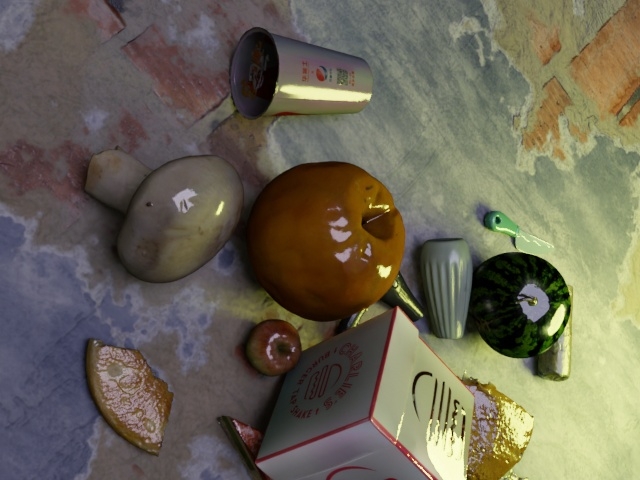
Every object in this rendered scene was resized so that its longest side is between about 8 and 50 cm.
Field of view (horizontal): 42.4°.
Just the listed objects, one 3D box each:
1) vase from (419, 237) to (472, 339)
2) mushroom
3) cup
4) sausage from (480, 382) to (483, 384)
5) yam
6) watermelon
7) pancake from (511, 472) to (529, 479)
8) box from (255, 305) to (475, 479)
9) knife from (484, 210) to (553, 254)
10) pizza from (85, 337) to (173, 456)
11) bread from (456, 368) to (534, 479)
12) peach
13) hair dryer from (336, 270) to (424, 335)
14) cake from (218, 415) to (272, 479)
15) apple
[{"bbox_3d":[0.310,0.120,2.026,0.128,0.128,0.248,-7,97,-31],"label":"vase"},{"bbox_3d":[-0.310,-0.081,1.629,0.290,0.292,0.292,41,62,12],"label":"mushroom"},{"bbox_3d":[-0.034,-0.360,1.856,0.288,0.203,0.203,-2,85,-36],"label":"cup"},{"bbox_3d":[0.406,0.399,2.079,0.094,0.059,0.054,45,76,-23],"label":"sausage"},{"bbox_3d":[0.630,0.246,2.213,0.093,0.093,0.259,10,79,-29],"label":"yam"},{"bbox_3d":[0.495,0.159,2.057,0.269,0.269,0.269,4,82,-30],"label":"watermelon"},{"bbox_3d":[0.436,0.623,2.087,0.212,0.029,0.235,-44,104,-26],"label":"pancake"},{"bbox_3d":[0.105,0.382,1.704,0.300,0.312,0.314,47,35,-21],"label":"box"},{"bbox_3d":[0.541,-0.007,2.230,0.260,0.034,0.063,27,75,-29],"label":"knife"},{"bbox_3d":[-0.377,0.303,1.630,0.134,0.056,0.271,-43,104,-25],"label":"pizza"},{"bbox_3d":[0.351,0.470,1.933,0.279,0.225,0.250,32,68,-15],"label":"bread"},{"bbox_3d":[0.000,0.000,1.753,0.342,0.301,0.343,26,55,-44],"label":"peach"},{"bbox_3d":[0.110,0.181,1.941,0.272,0.091,0.235,-51,120,-12],"label":"hair dryer"},{"bbox_3d":[-0.134,0.465,1.735,0.220,0.086,0.117,32,66,-24],"label":"cake"},{"bbox_3d":[-0.103,0.229,1.775,0.126,0.102,0.126,2,87,-34],"label":"apple"}]
